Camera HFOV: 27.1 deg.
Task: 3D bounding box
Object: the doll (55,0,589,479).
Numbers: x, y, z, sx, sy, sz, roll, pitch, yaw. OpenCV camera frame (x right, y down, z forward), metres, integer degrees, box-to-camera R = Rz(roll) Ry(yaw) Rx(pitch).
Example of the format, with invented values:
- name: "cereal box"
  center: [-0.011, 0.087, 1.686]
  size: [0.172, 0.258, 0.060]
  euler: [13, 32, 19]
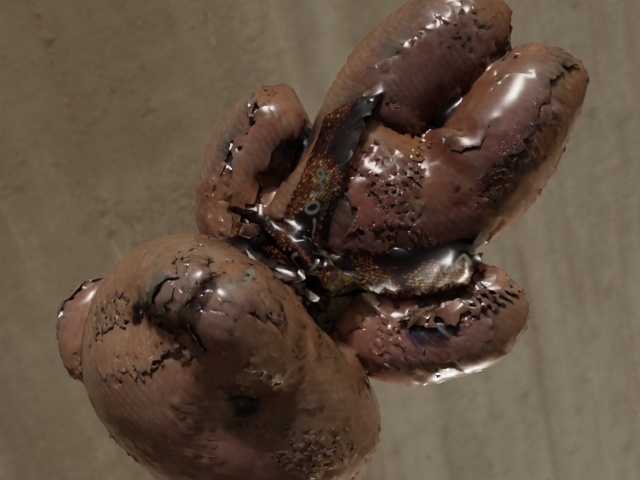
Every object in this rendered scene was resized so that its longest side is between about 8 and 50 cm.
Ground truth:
- name: "doll"
  center: [0.000, 0.000, 0.647]
  size: [0.201, 0.303, 0.156]
  euler: [39, 5, 19]
